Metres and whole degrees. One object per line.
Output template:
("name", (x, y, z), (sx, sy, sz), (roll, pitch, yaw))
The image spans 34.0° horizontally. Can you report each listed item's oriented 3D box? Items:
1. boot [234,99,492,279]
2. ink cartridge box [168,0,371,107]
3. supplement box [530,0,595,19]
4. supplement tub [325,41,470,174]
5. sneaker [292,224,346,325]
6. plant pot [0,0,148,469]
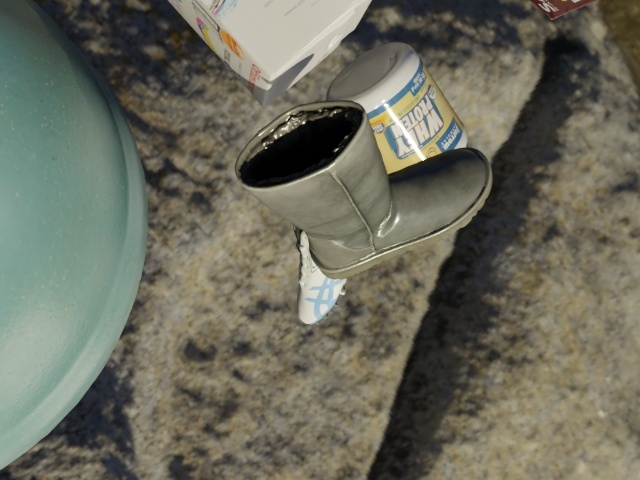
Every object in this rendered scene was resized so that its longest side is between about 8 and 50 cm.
("boot", (0.043, -0.055, 0.817), (0.076, 0.189, 0.208), (55, -3, 31))
("ink cartridge box", (-0.078, -0.309, 1.240), (0.168, 0.171, 0.233), (-42, 91, -8))
("supplement box", (0.179, -0.200, 0.515), (0.073, 0.239, 0.130), (38, 82, -12))
("supplement tub", (0.115, -0.159, 1.454), (0.200, 0.144, 0.144), (51, 41, -28))
("sneaker", (0.000, 0.000, 1.176), (0.086, 0.237, 0.085), (10, 41, -7))
("plant pot", (-0.237, -0.032, 0.460), (0.293, 0.196, 0.293), (0, 73, 0))
